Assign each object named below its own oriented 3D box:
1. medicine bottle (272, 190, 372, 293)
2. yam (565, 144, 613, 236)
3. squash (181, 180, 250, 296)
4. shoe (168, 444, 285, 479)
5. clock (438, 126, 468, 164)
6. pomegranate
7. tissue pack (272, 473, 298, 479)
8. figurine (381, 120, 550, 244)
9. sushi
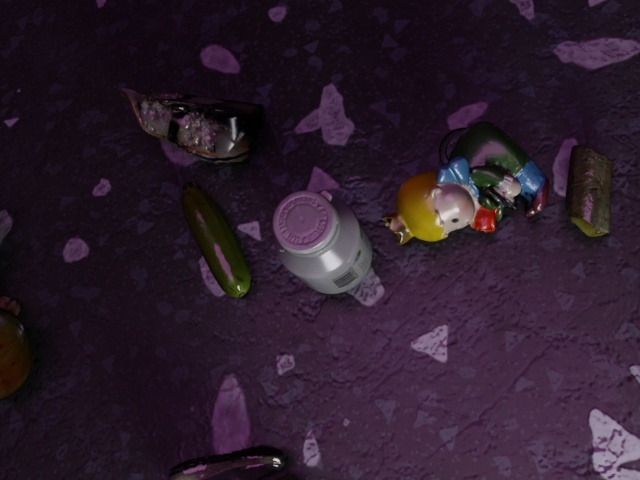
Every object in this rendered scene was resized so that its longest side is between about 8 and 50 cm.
[{"bbox_3d":[0.000,0.000,1.035,0.135,0.215,0.135,-4,73,13],"label":"medicine bottle"},{"bbox_3d":[0.415,-0.075,1.035,0.070,0.070,0.146,6,76,16],"label":"yam"},{"bbox_3d":[-0.190,-0.012,1.167,0.066,0.066,0.252,-32,69,3],"label":"squash"},{"bbox_3d":[-0.142,0.375,1.044,0.195,0.074,0.077,-14,83,13],"label":"shoe"},{"bbox_3d":[0.243,-0.150,1.125,0.085,0.017,0.085,-4,73,13],"label":"clock"},{"bbox_3d":[-0.590,0.180,1.172,0.180,0.179,0.209,-11,34,11],"label":"pomegranate"},{"bbox_3d":[-0.070,0.410,0.959,0.082,0.169,0.120,31,84,15],"label":"tissue pack"},{"bbox_3d":[0.229,-0.057,1.055,0.185,0.127,0.234,45,85,-3],"label":"figurine"},{"bbox_3d":[-0.245,-0.207,1.219,0.273,0.134,0.109,9,108,7],"label":"sushi"}]
